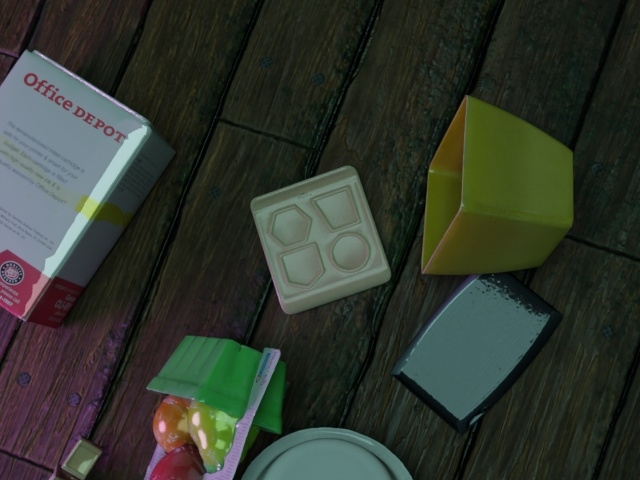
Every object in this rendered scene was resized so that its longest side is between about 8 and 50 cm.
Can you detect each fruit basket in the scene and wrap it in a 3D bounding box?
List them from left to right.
[{"bbox_3d":[-0.181,0.328,1.674,0.165,0.327,0.353,20,78,-26],"label":"fruit basket"}]

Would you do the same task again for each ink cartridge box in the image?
[{"bbox_3d":[-0.473,-0.085,1.858,0.279,0.160,0.384,33,86,14],"label":"ink cartridge box"}]

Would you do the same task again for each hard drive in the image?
[{"bbox_3d":[0.248,0.165,1.742,0.172,0.054,0.254,41,88,15],"label":"hard drive"}]

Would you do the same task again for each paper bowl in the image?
[{"bbox_3d":[0.010,0.412,1.630,0.284,0.148,0.284,0,53,0],"label":"paper bowl"}]

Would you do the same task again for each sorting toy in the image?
[{"bbox_3d":[0.000,0.000,1.830,0.193,0.038,0.208,-19,81,5],"label":"sorting toy"}]

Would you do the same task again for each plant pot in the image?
[{"bbox_3d":[0.280,-0.067,1.695,0.187,0.212,0.212,11,59,-7],"label":"plant pot"}]

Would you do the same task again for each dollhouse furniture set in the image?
[{"bbox_3d":[-0.378,0.434,1.795,0.161,0.101,0.182,35,85,-11],"label":"dollhouse furniture set"}]
